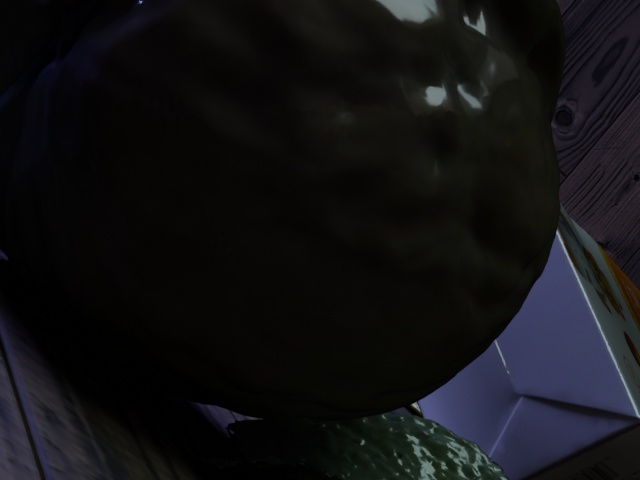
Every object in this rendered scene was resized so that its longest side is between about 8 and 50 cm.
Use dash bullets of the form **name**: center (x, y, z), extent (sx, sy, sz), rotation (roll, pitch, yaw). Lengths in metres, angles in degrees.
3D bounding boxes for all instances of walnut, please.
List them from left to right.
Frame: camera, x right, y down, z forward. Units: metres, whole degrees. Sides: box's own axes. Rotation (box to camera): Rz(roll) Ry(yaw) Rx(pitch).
- **walnut**: center (-0.016, -0.048, 0.658), extent (0.248, 0.248, 0.248), rotation (40, 1, -1)

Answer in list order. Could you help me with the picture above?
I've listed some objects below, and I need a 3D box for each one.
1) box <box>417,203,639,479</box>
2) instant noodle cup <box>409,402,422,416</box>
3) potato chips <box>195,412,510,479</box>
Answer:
- **box**: center (0.190, 0.119, 1.248), extent (0.341, 0.143, 0.225), rotation (40, 27, -57)
- **instant noodle cup**: center (0.168, 0.113, 1.601), extent (0.213, 0.174, 0.213), rotation (40, 1, -1)
- **potato chips**: center (0.033, 0.112, 0.600), extent (0.167, 0.059, 0.228), rotation (34, 7, 0)
